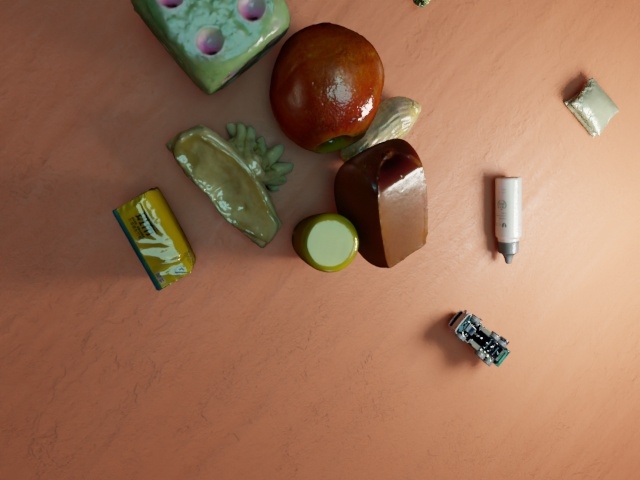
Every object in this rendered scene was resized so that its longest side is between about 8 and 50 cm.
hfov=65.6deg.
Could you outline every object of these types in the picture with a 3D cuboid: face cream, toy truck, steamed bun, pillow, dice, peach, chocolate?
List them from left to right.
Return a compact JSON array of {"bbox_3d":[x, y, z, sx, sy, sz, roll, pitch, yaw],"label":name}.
[{"bbox_3d":[-0.292,-0.621,1.359,0.330,0.318,0.322,-42,105,-2],"label":"dice"},{"bbox_3d":[-0.239,-0.213,1.527,0.247,0.189,0.428,-38,105,26],"label":"steamed bun"},{"bbox_3d":[0.017,-0.452,1.469,0.289,0.372,0.373,-5,102,-43],"label":"peach"},{"bbox_3d":[0.179,-0.122,1.521,0.235,0.248,0.379,-32,132,-20],"label":"steamed bun"},{"bbox_3d":[0.189,-0.352,1.604,0.309,0.134,0.134,-39,105,-1],"label":"chocolate"},{"bbox_3d":[0.580,0.358,1.803,0.253,0.124,0.114,40,89,-13],"label":"toy truck"},{"bbox_3d":[0.670,-0.070,1.771,0.092,0.092,0.312,-5,101,-11],"label":"face cream"},{"bbox_3d":[0.980,-0.473,1.779,0.181,0.078,0.134,42,88,-16],"label":"pillow"}]

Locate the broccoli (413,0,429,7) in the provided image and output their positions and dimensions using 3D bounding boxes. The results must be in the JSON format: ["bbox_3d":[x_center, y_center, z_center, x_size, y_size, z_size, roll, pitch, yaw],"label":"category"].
[{"bbox_3d":[0.328,-0.802,1.582,0.097,0.092,0.095,-38,79,-15],"label":"broccoli"}]

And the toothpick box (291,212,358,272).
[{"bbox_3d":[0.000,0.000,1.548,0.174,0.271,0.175,-1,94,-14],"label":"toothpick box"}]

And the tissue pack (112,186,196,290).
[{"bbox_3d":[-0.484,-0.012,1.481,0.134,0.192,0.271,-27,104,-5],"label":"tissue pack"}]
